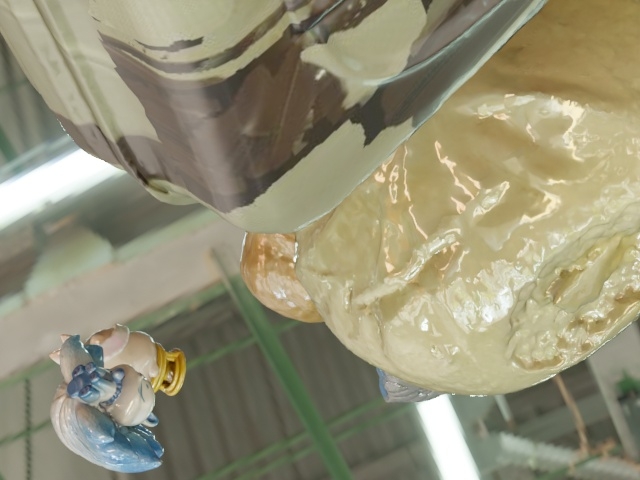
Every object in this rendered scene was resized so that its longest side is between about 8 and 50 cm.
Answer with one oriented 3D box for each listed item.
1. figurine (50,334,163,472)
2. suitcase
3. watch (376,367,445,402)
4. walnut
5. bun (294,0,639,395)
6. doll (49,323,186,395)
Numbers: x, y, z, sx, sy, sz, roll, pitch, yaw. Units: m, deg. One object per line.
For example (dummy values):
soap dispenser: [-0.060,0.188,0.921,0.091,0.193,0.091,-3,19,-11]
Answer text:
figurine: [-0.148,0.127,1.165,0.079,0.114,0.114,-43,-147,8]
suitcase: [0.001,-0.216,0.587,0.194,0.339,0.351,34,-109,31]
watch: [0.147,0.042,2.021,0.305,0.241,0.274,-53,-141,20]
walnut: [0.000,0.000,1.501,0.166,0.166,0.149,-41,-148,-20]
bun: [0.105,-0.068,1.210,0.364,0.202,0.364,-18,-118,38]
doll: [-0.192,0.124,1.513,0.073,0.127,0.084,-52,-141,40]
